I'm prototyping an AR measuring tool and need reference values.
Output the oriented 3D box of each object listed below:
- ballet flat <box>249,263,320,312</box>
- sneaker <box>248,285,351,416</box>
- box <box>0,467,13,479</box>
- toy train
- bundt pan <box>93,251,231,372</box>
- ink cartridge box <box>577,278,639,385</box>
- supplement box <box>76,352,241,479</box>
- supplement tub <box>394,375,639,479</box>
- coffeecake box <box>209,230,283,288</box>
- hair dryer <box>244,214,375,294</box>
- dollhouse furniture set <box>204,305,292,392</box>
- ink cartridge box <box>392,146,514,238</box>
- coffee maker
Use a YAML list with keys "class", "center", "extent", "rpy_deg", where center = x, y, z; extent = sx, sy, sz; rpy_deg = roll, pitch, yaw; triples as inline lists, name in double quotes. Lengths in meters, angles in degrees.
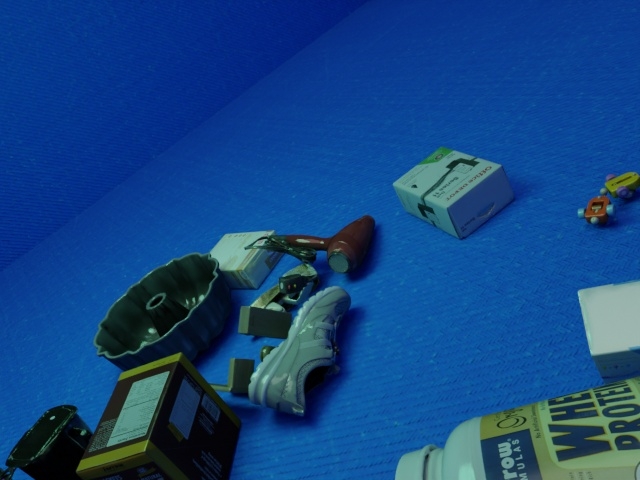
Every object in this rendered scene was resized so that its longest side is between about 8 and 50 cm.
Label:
- class: "ballet flat"
  center: [-0.080, 0.127, 1.231]
  extent: [0.206, 0.073, 0.067]
  rpy_deg: [-45, 40, -20]
- class: "sneaker"
  center: [-0.008, 0.201, 1.050]
  extent: [0.115, 0.105, 0.281]
  rpy_deg: [22, 51, 20]
- class: "box"
  center: [-0.696, 0.553, 1.193]
  extent: [0.116, 0.029, 0.162]
  rpy_deg: [3, 42, 47]
- class: "toy train"
  center: [0.526, -0.066, 0.980]
  extent: [0.166, 0.046, 0.125]
  rpy_deg: [-10, 36, 39]
- class: "bundt pan"
  center: [-0.341, 0.179, 1.340]
  extent: [0.331, 0.124, 0.330]
  rpy_deg: [-23, 31, 15]
- class: "ink cartridge box"
  center: [0.388, 0.123, 0.727]
  extent: [0.092, 0.143, 0.089]
  rpy_deg: [-16, 50, 27]
- class: "supplement box"
  center: [-0.247, 0.328, 0.944]
  extent: [0.129, 0.191, 0.194]
  rpy_deg: [-21, 30, 18]
- class: "supplement tub"
  center: [0.250, 0.260, 0.540]
  extent: [0.317, 0.228, 0.228]
  rpy_deg: [-21, 30, 18]
- class: "coffeecake box"
  center: [-0.200, 0.048, 1.465]
  extent: [0.186, 0.068, 0.142]
  rpy_deg: [-3, 39, 41]
- class: "hair dryer"
  center: [0.000, 0.000, 1.268]
  extent: [0.294, 0.080, 0.223]
  rpy_deg: [-16, 38, -23]
- class: "dollhouse furniture set"
  center: [-0.151, 0.204, 1.099]
  extent: [0.123, 0.144, 0.151]
  rpy_deg: [-7, 74, 39]
- class: "ink cartridge box"
  center: [0.275, -0.106, 1.233]
  extent: [0.153, 0.086, 0.208]
  rpy_deg: [-37, 30, -9]
- class: "coffee maker"
  center: [-0.447, 0.407, 1.026]
  extent: [0.171, 0.178, 0.120]
  rpy_deg: [-45, 29, -27]
